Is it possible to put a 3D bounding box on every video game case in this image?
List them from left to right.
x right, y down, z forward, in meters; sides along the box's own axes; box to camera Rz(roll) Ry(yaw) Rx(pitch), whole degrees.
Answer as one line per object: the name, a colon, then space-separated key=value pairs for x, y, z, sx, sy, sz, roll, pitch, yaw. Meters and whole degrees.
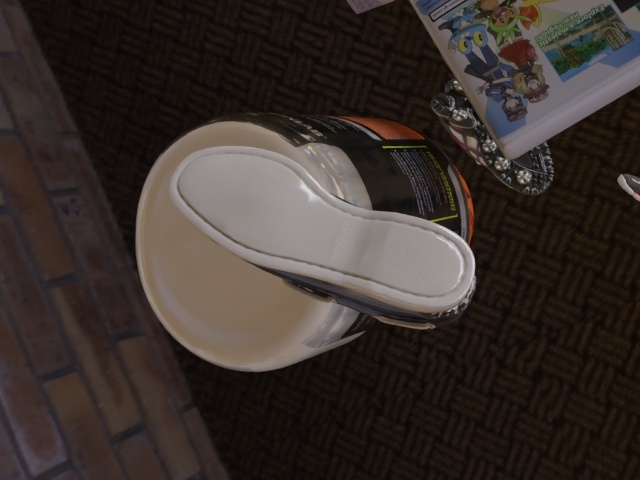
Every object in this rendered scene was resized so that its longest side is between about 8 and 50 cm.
video game case: x=0.233 y=-0.272 z=0.867 sx=0.329 sy=0.036 sz=0.300 roll=-31 pitch=65 yaw=10

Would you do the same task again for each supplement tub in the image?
supplement tub: x=0.008 y=-0.011 z=0.911 sx=0.207 sy=0.338 sz=0.207 roll=3 pitch=96 yaw=28

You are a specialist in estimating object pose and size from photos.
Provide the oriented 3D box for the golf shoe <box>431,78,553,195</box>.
golf shoe: x=0.306 y=-0.169 z=1.739 sx=0.105 sy=0.120 sz=0.273 roll=-37 pitch=61 yaw=-3

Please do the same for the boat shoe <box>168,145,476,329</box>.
boat shoe: x=0.000 y=0.000 z=0.389 sx=0.125 sy=0.038 sz=0.046 roll=18 pitch=67 yaw=14

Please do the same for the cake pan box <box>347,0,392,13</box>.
cake pan box: x=0.110 y=-0.454 z=1.434 sx=0.246 sy=0.267 sz=0.070 roll=-17 pitch=65 yaw=17

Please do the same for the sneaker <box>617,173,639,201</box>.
sneaker: x=0.524 y=-0.072 z=1.497 sx=0.158 sy=0.061 sz=0.065 roll=26 pitch=107 yaw=5
